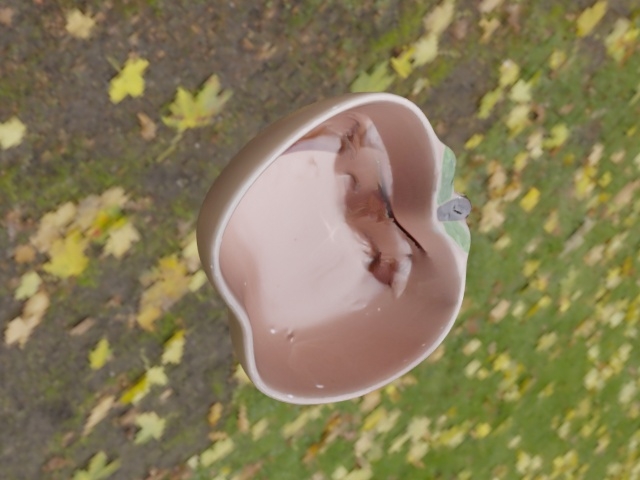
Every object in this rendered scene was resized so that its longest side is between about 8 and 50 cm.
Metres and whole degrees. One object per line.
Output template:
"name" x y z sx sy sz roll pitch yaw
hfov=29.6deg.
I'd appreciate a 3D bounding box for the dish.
"dish" 0.000 0.000 0.816 0.213 0.090 0.213 -12 112 -32
